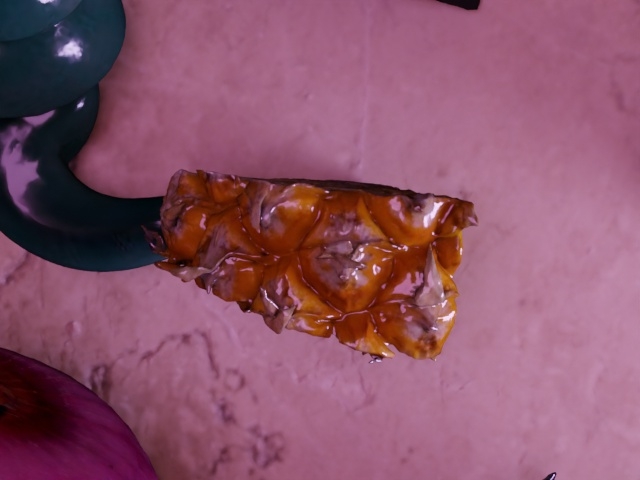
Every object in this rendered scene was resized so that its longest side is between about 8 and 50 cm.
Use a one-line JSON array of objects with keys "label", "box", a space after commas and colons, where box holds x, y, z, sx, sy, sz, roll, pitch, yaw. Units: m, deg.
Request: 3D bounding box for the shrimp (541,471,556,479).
[{"label": "shrimp", "box": [0.099, 0.286, 1.101, 0.410, 0.166, 0.221, -26, 121, 24]}]

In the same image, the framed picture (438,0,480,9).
[{"label": "framed picture", "box": [0.042, -0.348, 1.094, 0.244, 0.013, 0.324, 13, 96, -16]}]

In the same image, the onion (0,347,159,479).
[{"label": "onion", "box": [-0.253, 0.183, 1.054, 0.345, 0.358, 0.358, -43, 84, 11]}]

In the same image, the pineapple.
[{"label": "pineapple", "box": [0.000, 0.000, 1.082, 0.236, 0.186, 0.114, 18, 99, 26]}]

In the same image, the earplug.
[{"label": "earplug", "box": [-0.209, -0.124, 1.130, 0.164, 0.280, 0.257, -20, 51, -10]}]
